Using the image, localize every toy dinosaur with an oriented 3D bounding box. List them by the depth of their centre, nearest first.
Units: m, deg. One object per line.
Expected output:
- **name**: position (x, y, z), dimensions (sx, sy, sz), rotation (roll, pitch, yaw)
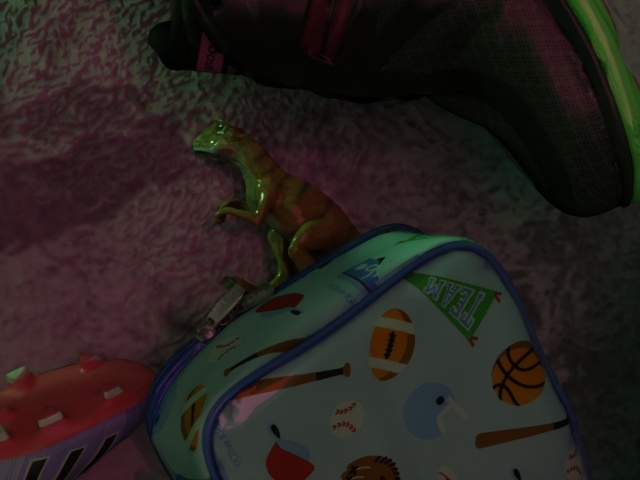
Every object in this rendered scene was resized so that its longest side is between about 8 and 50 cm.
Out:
- **toy dinosaur**: position (0.000, 0.000, 0.879), dimensions (0.211, 0.064, 0.112), rotation (36, 78, -8)

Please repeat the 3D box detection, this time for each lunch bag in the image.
- **lunch bag**: position (0.036, 0.149, 0.806), dimensions (0.243, 0.115, 0.303), rotation (-34, 111, -19)

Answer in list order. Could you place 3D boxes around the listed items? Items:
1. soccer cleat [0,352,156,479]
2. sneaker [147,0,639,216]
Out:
- **soccer cleat**: position (-0.208, 0.155, 0.821), dimensions (0.248, 0.083, 0.095), rotation (-27, 121, -18)
- **sneaker**: position (0.000, -0.160, 0.850), dimensions (0.483, 0.185, 0.202), rotation (37, 86, 3)
